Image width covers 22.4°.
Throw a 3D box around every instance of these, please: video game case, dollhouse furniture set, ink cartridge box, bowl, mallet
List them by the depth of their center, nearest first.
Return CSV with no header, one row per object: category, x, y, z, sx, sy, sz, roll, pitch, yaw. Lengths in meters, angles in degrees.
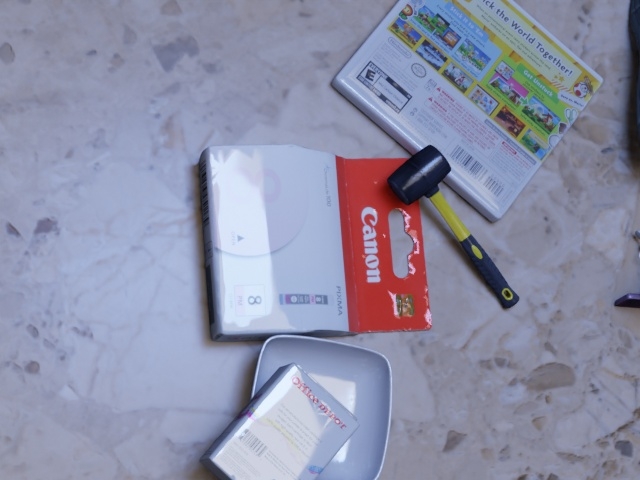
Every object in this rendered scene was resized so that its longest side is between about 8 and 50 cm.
ink cartridge box,-0.037,0.187,1.499,0.088,0.052,0.122,44,73,-5
bowl,-0.005,0.169,1.568,0.142,0.053,0.142,10,75,-14
ink cartridge box,0.000,0.000,1.605,0.232,0.066,0.189,-3,79,-13
mallet,0.136,-0.004,1.649,0.062,0.039,0.189,-31,101,-8
dollhouse furniture set,0.369,0.019,1.679,0.091,0.114,0.081,5,73,-13
video game case,0.157,-0.167,1.700,0.227,0.026,0.206,40,71,-4

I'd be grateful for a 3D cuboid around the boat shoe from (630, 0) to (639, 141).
boat shoe,0.407,-0.224,1.732,0.103,0.118,0.320,17,63,-23
